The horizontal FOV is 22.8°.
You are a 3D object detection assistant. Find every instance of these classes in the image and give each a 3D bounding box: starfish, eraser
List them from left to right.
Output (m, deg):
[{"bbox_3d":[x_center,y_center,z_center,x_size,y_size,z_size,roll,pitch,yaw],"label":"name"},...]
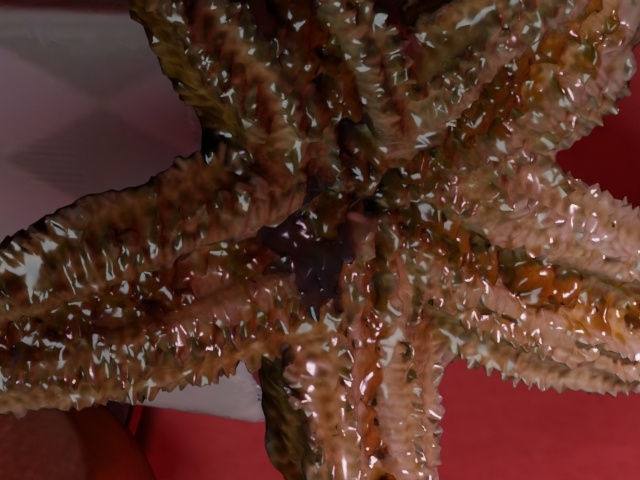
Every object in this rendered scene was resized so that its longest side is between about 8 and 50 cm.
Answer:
[{"bbox_3d":[-0.202,-0.024,0.648,0.397,0.082,0.213,5,127,19],"label":"eraser"},{"bbox_3d":[-0.002,0.002,0.489,0.303,0.113,0.312,-19,110,-15],"label":"starfish"}]

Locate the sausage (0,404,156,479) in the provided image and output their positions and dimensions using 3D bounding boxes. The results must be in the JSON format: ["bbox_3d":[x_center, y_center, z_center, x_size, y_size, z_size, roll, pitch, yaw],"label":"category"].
[{"bbox_3d":[-0.199,0.116,0.708,0.258,0.133,0.133,4,133,-12],"label":"sausage"}]
